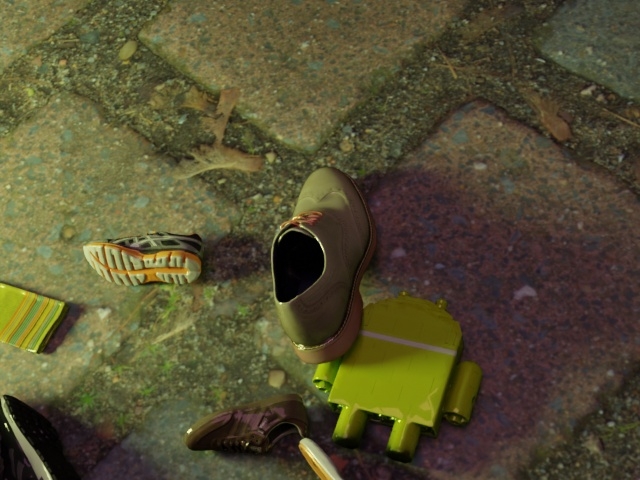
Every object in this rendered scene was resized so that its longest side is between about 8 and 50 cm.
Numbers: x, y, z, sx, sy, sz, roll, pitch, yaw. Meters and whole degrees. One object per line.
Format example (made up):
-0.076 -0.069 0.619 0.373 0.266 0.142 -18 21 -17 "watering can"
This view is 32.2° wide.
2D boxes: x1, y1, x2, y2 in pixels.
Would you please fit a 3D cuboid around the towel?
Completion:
-0.550 0.118 1.891 0.237 0.021 0.102 15 59 21 "towel"

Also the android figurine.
0.117 0.195 1.674 0.248 0.056 0.272 9 59 18 "android figurine"

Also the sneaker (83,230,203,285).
-0.295 0.023 1.874 0.215 0.084 0.083 6 44 12 "sneaker"

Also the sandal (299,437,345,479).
0.031 0.387 1.542 0.076 0.102 0.265 -37 48 -12 "sandal"

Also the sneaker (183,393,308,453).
-0.110 0.287 1.653 0.188 0.066 0.071 -19 55 -1 "sneaker"

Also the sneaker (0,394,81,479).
-0.448 0.351 1.661 0.124 0.107 0.283 -45 48 2 "sneaker"

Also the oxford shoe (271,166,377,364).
0.000 0.000 1.751 0.141 0.146 0.397 -18 40 17 "oxford shoe"
